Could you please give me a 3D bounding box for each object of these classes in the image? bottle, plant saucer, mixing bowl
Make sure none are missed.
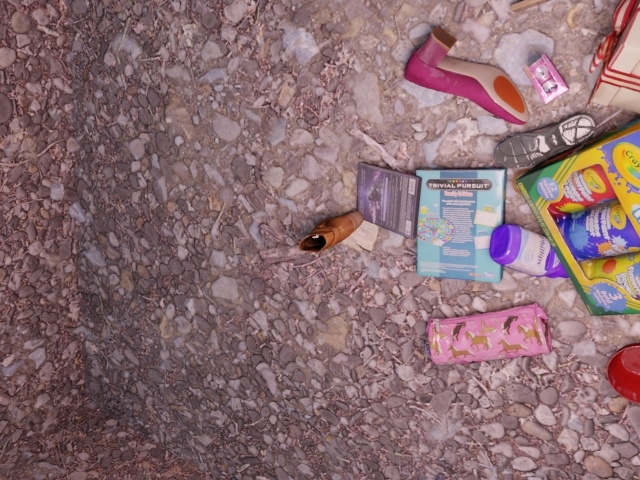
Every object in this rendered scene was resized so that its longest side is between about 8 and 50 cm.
[{"bbox_3d":[0.615,0.044,1.367,0.092,0.283,0.118,-21,53,65],"label":"bottle"},{"bbox_3d":[0.610,-0.172,1.421,0.083,0.015,0.083,9,110,25],"label":"plant saucer"},{"bbox_3d":[0.923,0.365,1.381,0.181,0.098,0.181,8,109,25],"label":"mixing bowl"}]

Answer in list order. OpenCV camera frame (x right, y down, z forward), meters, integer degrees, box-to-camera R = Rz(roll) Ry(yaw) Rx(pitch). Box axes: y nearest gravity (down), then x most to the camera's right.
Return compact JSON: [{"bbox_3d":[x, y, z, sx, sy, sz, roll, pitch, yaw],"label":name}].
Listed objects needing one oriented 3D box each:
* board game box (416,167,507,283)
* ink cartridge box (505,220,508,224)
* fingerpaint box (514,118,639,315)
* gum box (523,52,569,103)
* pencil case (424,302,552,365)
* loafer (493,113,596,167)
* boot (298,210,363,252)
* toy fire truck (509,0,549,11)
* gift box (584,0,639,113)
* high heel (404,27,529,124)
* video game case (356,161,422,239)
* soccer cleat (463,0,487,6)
[{"bbox_3d":[0.426,-0.051,1.466,0.254,0.079,0.336,4,105,27],"label":"board game box"},{"bbox_3d":[0.479,-0.014,1.524,0.224,0.045,0.223,-33,89,32],"label":"ink cartridge box"},{"bbox_3d":[0.764,-0.043,1.193,0.445,0.163,0.371,60,156,-2],"label":"fingerpaint box"},{"bbox_3d":[0.588,-0.419,1.249,0.062,0.188,0.107,-33,90,32],"label":"gum box"},{"bbox_3d":[0.532,0.304,1.538,0.386,0.167,0.160,-15,64,31],"label":"pencil case"},{"bbox_3d":[0.626,-0.274,1.346,0.267,0.084,0.096,-18,97,35],"label":"loafer"},{"bbox_3d":[0.000,0.000,1.670,0.283,0.220,0.109,-21,99,44],"label":"boot"},{"bbox_3d":[0.572,-0.665,1.177,0.158,0.217,0.246,57,133,35],"label":"toy fire truck"},{"bbox_3d":[0.771,-0.420,1.096,0.258,0.276,0.255,25,77,16],"label":"gift box"},{"bbox_3d":[0.423,-0.438,1.407,0.377,0.127,0.181,45,150,4],"label":"high heel"},{"bbox_3d":[0.215,-0.135,1.564,0.274,0.026,0.196,28,122,51],"label":"video game case"},{"bbox_3d":[0.438,-0.784,1.236,0.116,0.143,0.331,17,113,23],"label":"soccer cleat"}]
